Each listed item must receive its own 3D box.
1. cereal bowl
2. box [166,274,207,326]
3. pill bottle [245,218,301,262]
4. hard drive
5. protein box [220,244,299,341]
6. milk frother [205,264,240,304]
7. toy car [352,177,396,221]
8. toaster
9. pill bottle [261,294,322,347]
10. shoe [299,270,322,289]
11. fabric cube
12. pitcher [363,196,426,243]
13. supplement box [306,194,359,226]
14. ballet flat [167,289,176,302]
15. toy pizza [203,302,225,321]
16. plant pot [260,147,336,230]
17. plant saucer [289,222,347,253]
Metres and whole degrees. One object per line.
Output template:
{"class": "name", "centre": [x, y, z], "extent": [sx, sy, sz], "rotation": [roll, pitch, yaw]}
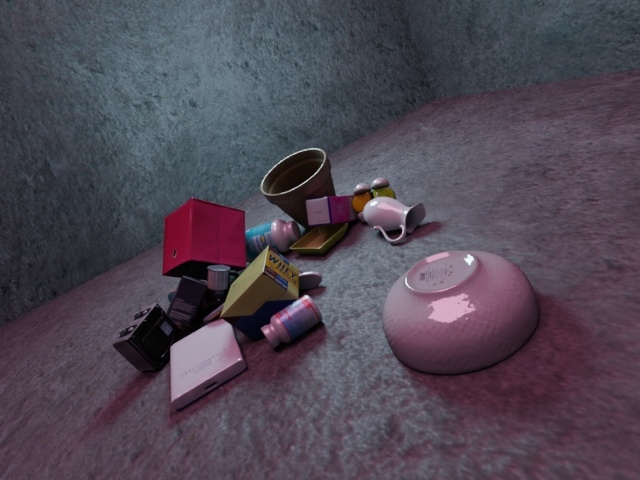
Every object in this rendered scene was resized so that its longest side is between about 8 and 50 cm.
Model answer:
{"class": "cereal bowl", "centre": [0.286, 0.123, 0.925], "extent": [0.340, 0.141, 0.339], "rotation": [-22, 22, 9]}
{"class": "box", "centre": [-0.492, 0.215, 1.536], "extent": [0.158, 0.093, 0.156], "rotation": [-69, 16, -9]}
{"class": "pill bottle", "centre": [-0.220, -0.004, 1.818], "extent": [0.264, 0.146, 0.146], "rotation": [-19, 21, 20]}
{"class": "hard drive", "centre": [-0.345, 0.348, 1.253], "extent": [0.210, 0.040, 0.319], "rotation": [-30, 21, -11]}
{"class": "protein box", "centre": [-0.180, 0.159, 1.298], "extent": [0.200, 0.136, 0.201], "rotation": [-46, 17, 14]}
{"class": "milk frother", "centre": [-0.392, 0.159, 1.623], "extent": [0.129, 0.134, 0.143], "rotation": [-2, 14, -41]}
{"class": "toy car", "centre": [0.229, -0.160, 1.719], "extent": [0.182, 0.159, 0.136], "rotation": [-15, -14, 28]}
{"class": "toaster", "centre": [-0.560, 0.326, 1.390], "extent": [0.110, 0.185, 0.168], "rotation": [-16, 30, 31]}
{"class": "pill bottle", "centre": [-0.082, 0.228, 1.170], "extent": [0.160, 0.087, 0.087], "rotation": [-32, 21, -16]}
{"class": "shoe", "centre": [-0.068, 0.128, 1.433], "extent": [0.178, 0.063, 0.081], "rotation": [-21, 26, 25]}
{"class": "fabric cube", "centre": [-0.482, 0.008, 1.737], "extent": [0.259, 0.257, 0.254], "rotation": [12, -25, -41]}
{"class": "pitcher", "centre": [0.245, -0.072, 1.502], "extent": [0.207, 0.125, 0.177], "rotation": [15, 59, 45]}
{"class": "supplement box", "centre": [0.055, -0.124, 1.726], "extent": [0.111, 0.113, 0.220], "rotation": [-5, 3, 37]}
{"class": "ballet flat", "centre": [-0.549, 0.234, 1.726], "extent": [0.077, 0.091, 0.241], "rotation": [-13, 12, -41]}
{"class": "toy pizza", "centre": [-0.323, 0.229, 1.474], "extent": [0.201, 0.032, 0.201], "rotation": [-38, 0, 0]}
{"class": "plant pot", "centre": [-0.061, -0.204, 1.879], "extent": [0.324, 0.280, 0.323], "rotation": [-21, 35, 16]}
{"class": "plant saucer", "centre": [0.000, 0.000, 1.696], "extent": [0.188, 0.045, 0.188], "rotation": [-2, 31, 48]}
